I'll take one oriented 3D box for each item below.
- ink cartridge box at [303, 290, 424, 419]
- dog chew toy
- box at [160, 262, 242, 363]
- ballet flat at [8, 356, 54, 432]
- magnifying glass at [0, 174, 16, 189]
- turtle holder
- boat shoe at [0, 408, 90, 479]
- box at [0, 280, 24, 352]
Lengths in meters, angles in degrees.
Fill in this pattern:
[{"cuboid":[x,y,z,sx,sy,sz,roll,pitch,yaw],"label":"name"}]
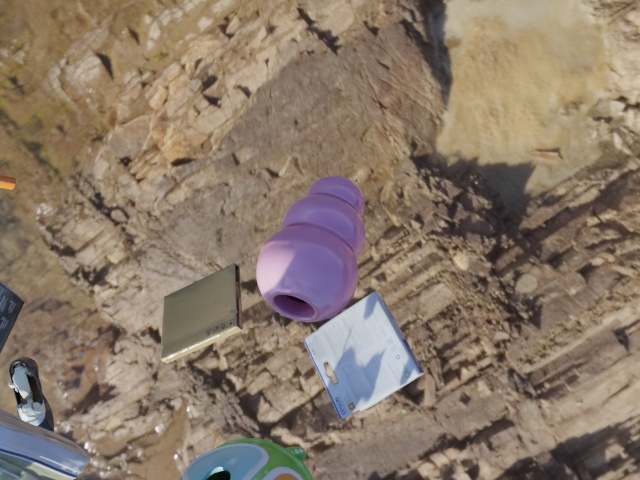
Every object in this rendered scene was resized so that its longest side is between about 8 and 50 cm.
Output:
[{"cuboid":[0.096,0.270,1.396,0.224,0.223,0.045,-35,155,17],"label":"ink cartridge box"},{"cuboid":[0.000,0.000,1.231,0.207,0.331,0.206,15,146,10],"label":"dog chew toy"},{"cuboid":[-0.255,0.153,1.264,0.201,0.164,0.021,-26,138,20],"label":"box"},{"cuboid":[-0.644,0.351,1.310,0.074,0.074,0.203,-26,71,6],"label":"ballet flat"},{"cuboid":[-0.733,-0.138,1.181,0.231,0.026,0.092,13,139,-41],"label":"magnifying glass"},{"cuboid":[-0.171,0.463,1.015,0.321,0.227,0.243,14,88,16],"label":"turtle holder"},{"cuboid":[-0.461,0.306,0.858,0.094,0.109,0.302,-58,140,-20],"label":"boat shoe"},{"cuboid":[-0.412,0.156,0.598,0.175,0.220,0.051,-27,125,16],"label":"box"}]
